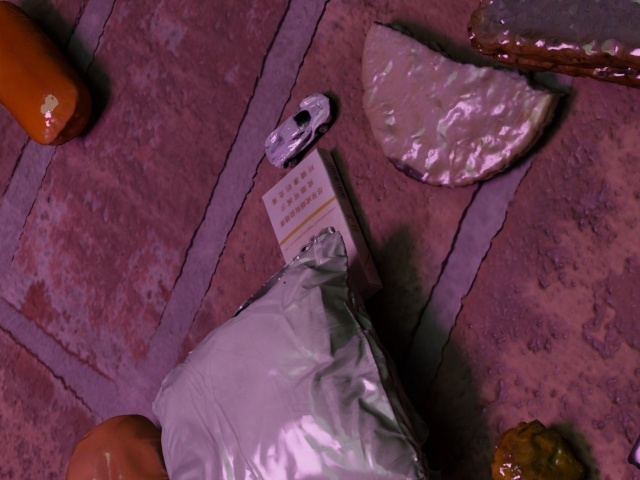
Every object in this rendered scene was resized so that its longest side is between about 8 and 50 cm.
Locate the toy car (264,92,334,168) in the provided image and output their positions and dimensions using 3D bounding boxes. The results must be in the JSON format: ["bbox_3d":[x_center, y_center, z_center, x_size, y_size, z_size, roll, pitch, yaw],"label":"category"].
[{"bbox_3d":[-0.022,-0.114,1.852,0.093,0.025,0.041,-48,53,26],"label":"toy car"}]

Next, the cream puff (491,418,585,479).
[{"bbox_3d":[0.183,0.196,1.566,0.083,0.058,0.083,-15,69,39],"label":"cream puff"}]

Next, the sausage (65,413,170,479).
[{"bbox_3d":[-0.187,0.293,1.856,0.136,0.120,0.241,-53,50,37],"label":"sausage"}]

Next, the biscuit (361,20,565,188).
[{"bbox_3d":[0.114,-0.119,1.718,0.250,0.032,0.133,27,100,43],"label":"biscuit"}]

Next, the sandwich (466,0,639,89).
[{"bbox_3d":[0.283,-0.289,1.525,0.262,0.131,0.325,16,91,46],"label":"sandwich"}]

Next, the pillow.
[{"bbox_3d":[-0.038,0.174,1.726,0.310,0.138,0.283,-38,56,33],"label":"pillow"}]

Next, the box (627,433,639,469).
[{"bbox_3d":[0.427,0.081,1.255,0.251,0.204,0.345,39,108,41],"label":"box"}]

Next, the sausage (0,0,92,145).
[{"bbox_3d":[-0.346,-0.197,2.136,0.238,0.098,0.098,47,114,37],"label":"sausage"}]

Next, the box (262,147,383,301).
[{"bbox_3d":[0.000,0.000,1.807,0.090,0.024,0.167,-40,56,31],"label":"box"}]
